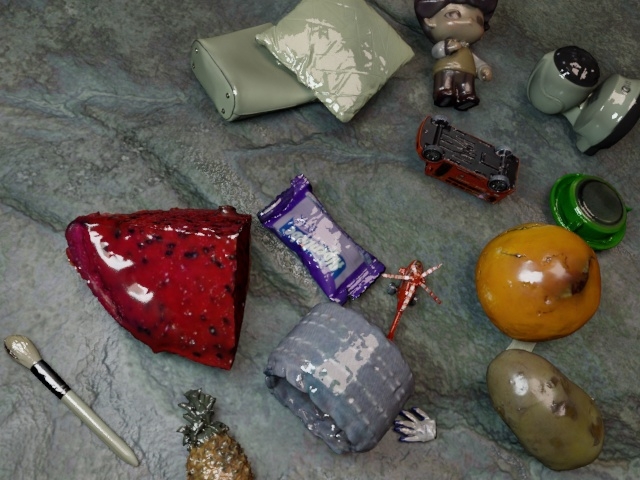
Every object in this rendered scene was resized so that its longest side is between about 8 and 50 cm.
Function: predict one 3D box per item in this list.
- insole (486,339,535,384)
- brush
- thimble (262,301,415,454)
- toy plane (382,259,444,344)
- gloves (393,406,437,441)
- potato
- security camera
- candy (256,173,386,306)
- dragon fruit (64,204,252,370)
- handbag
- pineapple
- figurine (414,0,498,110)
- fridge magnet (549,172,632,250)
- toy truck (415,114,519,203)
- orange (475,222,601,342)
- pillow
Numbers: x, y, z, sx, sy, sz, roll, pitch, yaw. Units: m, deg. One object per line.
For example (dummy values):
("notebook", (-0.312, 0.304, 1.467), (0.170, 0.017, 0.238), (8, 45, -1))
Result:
("insole", (0.406, 0.245, 1.157), (0.063, 0.010, 0.192), (41, 61, 5))
("brush", (-0.401, 0.258, 0.890), (0.299, 0.042, 0.039), (43, 58, 5))
("thimble", (0.030, 0.237, 0.945), (0.172, 0.205, 0.236), (-47, 109, -25))
("toy plane", (0.174, 0.127, 1.111), (0.126, 0.077, 0.194), (8, 71, -9))
("gloves", (0.175, 0.343, 1.031), (0.086, 0.026, 0.064), (5, 62, -9))
("potato", (0.418, 0.319, 1.041), (0.262, 0.165, 0.165), (42, 60, -7))
("security camera", (0.678, -0.384, 1.444), (0.277, 0.191, 0.197), (32, 62, 1))
("candy", (0.000, 0.000, 1.121), (0.145, 0.070, 0.275), (-39, 85, -22))
("dragon fruit", (-0.254, 0.014, 0.942), (0.329, 0.240, 0.303), (21, 42, -14))
("handbag", (-0.119, -0.398, 1.261), (0.315, 0.109, 0.241), (-26, 76, -30))
("pineapple", (-0.176, 0.331, 0.890), (0.108, 0.108, 0.198), (-14, 63, -22))
("figurine", (0.346, -0.530, 1.404), (0.217, 0.206, 0.365), (1, 66, 0))
("fridge magnet", (0.653, -0.075, 1.341), (0.207, 0.088, 0.208), (7, 63, -13))
("toy truck", (0.328, -0.183, 1.283), (0.252, 0.114, 0.108), (23, 62, -7))
("orange", (0.436, 0.080, 1.118), (0.245, 0.246, 0.246), (7, 63, -14))
("pillow", (0.040, -0.443, 1.275), (0.280, 0.076, 0.274), (43, 72, -1))
